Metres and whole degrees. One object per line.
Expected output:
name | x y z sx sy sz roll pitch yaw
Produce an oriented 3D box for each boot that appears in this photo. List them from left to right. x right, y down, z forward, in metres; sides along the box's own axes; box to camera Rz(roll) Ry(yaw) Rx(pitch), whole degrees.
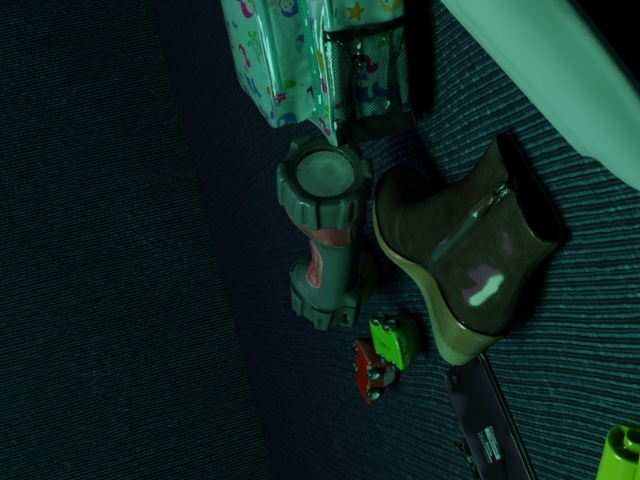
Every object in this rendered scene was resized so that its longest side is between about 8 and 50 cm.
boot | 0.137 -0.029 0.956 0.207 0.090 0.248 114 147 -46

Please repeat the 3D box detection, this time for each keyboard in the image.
keyboard | 0.186 0.217 1.078 0.100 0.038 0.192 -43 58 48

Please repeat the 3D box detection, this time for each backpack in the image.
backpack | -0.002 -0.244 1.031 0.225 0.191 0.254 -124 29 -55

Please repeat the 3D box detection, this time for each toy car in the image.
toy car | 0.082 0.116 1.313 0.225 0.053 0.239 -156 52 -72

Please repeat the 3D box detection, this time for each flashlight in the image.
flashlight | 0.000 0.000 1.165 0.304 0.103 0.103 96 166 -61

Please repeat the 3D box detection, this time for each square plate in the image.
square plate | 0.074 -0.189 0.635 0.347 0.049 0.344 36 -162 -42

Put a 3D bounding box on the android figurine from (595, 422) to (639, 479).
android figurine | 0.272 0.247 0.706 0.248 0.056 0.273 -120 23 -47
